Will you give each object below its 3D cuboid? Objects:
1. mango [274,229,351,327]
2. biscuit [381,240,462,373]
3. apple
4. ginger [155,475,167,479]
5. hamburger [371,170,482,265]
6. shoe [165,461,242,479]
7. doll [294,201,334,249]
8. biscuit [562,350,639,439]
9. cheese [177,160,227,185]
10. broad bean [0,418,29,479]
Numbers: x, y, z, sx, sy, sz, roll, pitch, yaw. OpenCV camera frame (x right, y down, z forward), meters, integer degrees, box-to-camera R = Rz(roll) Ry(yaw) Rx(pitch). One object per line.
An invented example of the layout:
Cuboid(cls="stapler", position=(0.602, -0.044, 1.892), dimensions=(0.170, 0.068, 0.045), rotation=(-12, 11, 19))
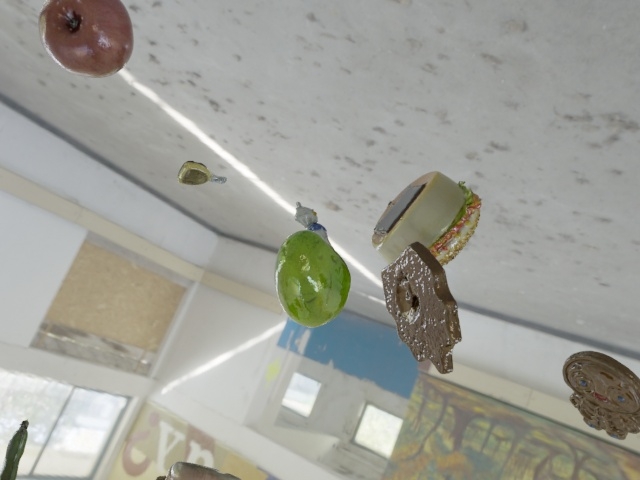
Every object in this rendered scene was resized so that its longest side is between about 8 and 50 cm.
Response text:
Cuboid(cls="mango", position=(-0.016, 0.060, 0.830), dimensions=(0.089, 0.117, 0.163), rotation=(22, 164, 37))
Cuboid(cls="biscuit", position=(0.176, 0.121, 0.970), dimensions=(0.034, 0.215, 0.182), rotation=(-12, 160, -24))
Cuboid(cls="apple", position=(-0.393, -0.351, 0.960), dimensions=(0.153, 0.153, 0.120), rotation=(23, -169, -1))
Cuboid(cls="ginger", position=(-0.494, 0.798, 1.726), dimensions=(0.133, 0.059, 0.214), rotation=(44, -150, 15))
Cuboid(cls="hamburger", position=(0.263, -0.033, 1.428), dimensions=(0.179, 0.276, 0.294), rotation=(41, 173, -10))
Cuboid(cls="shoe", position=(-0.233, 0.536, 0.985), dimensions=(0.172, 0.198, 0.351), rotation=(12, 134, 5))
Cuboid(cls="doll", position=(0.000, 0.000, 1.422), dimensions=(0.227, 0.057, 0.114), rotation=(59, 165, 1))
Cuboid(cls="biscuit", position=(0.421, 0.234, 0.851), dimensions=(0.124, 0.026, 0.175), rotation=(19, 140, 46))
Cuboid(cls="cheese", position=(-0.376, -0.206, 1.849), dimensions=(0.162, 0.086, 0.036), rotation=(8, -140, -42))
Cuboid(cls="broad bean", position=(-0.791, 0.605, 1.451), dimensions=(0.049, 0.292, 0.144), rotation=(17, 152, -26))
